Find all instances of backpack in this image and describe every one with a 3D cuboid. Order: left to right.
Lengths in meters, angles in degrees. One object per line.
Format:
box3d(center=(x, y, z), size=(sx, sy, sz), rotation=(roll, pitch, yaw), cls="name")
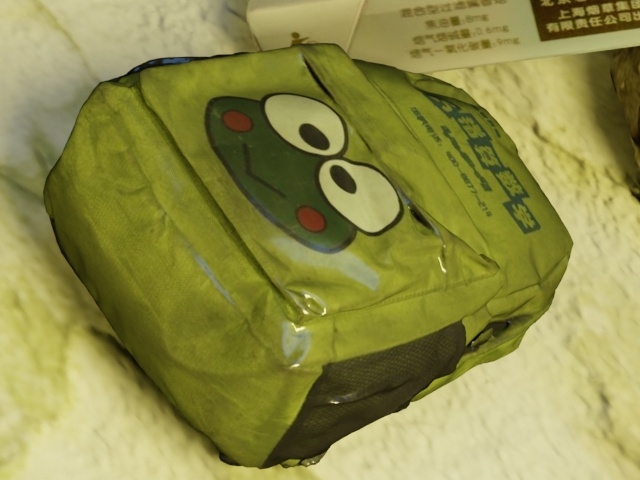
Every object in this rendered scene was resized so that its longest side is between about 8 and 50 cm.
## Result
box3d(center=(0.000, 0.000, 0.941), size=(0.253, 0.140, 0.207), rotation=(-14, 60, -44), cls="backpack")

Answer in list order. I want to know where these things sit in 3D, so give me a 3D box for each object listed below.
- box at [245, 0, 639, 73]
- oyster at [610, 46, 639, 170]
box3d(center=(0.089, -0.168, 1.088), size=(0.243, 0.067, 0.155), rotation=(-7, 43, 15), cls="box")
box3d(center=(0.279, -0.052, 1.137), size=(0.197, 0.133, 0.337), rotation=(-12, 57, -40), cls="oyster")
